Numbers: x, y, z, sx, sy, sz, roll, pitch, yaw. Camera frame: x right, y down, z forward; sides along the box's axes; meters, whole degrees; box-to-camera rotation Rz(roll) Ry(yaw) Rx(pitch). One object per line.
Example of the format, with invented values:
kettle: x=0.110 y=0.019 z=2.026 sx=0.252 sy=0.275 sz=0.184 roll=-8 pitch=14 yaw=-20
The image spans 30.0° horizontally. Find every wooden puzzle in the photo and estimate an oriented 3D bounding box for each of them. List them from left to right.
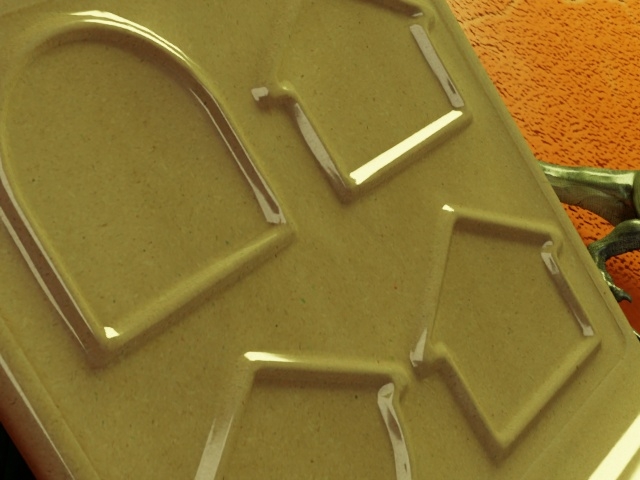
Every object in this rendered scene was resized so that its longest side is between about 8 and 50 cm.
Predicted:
wooden puzzle: x=-0.011 y=0.011 z=0.495 sx=0.322 sy=0.080 sz=0.348 roll=-34 pitch=91 yaw=-47

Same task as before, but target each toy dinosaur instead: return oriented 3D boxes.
toy dinosaur: x=0.220 y=-0.006 z=0.779 sx=0.268 sy=0.064 sz=0.118 roll=10 pitch=70 yaw=-3

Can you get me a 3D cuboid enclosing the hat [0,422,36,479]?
hat: x=-0.139 y=0.034 z=0.392 sx=0.173 sy=0.183 sz=0.208 roll=2 pitch=55 yaw=-36

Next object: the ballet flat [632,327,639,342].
ballet flat: x=0.142 y=0.015 z=0.721 sx=0.057 sy=0.049 sz=0.173 roll=-18 pitch=68 yaw=-45
